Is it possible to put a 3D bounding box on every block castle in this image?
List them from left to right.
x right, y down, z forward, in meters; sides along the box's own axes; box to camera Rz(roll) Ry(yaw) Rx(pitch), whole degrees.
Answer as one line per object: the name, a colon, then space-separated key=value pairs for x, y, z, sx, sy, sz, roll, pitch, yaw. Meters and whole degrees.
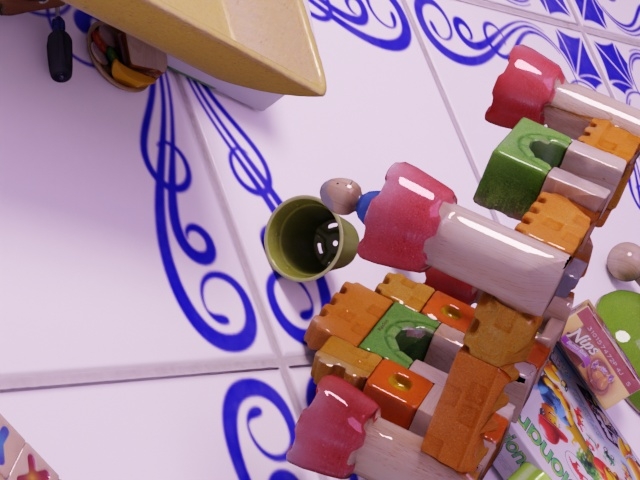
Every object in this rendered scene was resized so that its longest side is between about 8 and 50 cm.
block castle: x=0.126 y=0.019 z=1.413 sx=0.213 sy=0.303 sz=0.453 roll=24 pitch=29 yaw=12

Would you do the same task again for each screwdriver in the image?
screwdriver: x=-0.240 y=-0.212 z=1.393 sx=0.025 sy=0.024 sz=0.169 roll=61 pitch=15 yaw=-58

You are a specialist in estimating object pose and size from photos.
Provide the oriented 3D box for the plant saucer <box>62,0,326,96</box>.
plant saucer: x=-0.158 y=-0.286 z=1.323 sx=0.333 sy=0.081 sz=0.332 roll=24 pitch=42 yaw=-48

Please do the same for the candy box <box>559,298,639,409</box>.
candy box: x=0.314 y=0.127 z=1.753 sx=0.109 sy=0.053 sz=0.187 roll=57 pitch=7 yaw=6

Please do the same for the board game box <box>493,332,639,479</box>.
board game box: x=0.263 y=0.231 z=1.665 sx=0.305 sy=0.053 sz=0.193 roll=54 pitch=32 yaw=-6

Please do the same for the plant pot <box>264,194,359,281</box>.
plant pot: x=0.000 y=0.000 z=1.494 sx=0.079 sy=0.083 sz=0.083 roll=7 pitch=58 yaw=-65

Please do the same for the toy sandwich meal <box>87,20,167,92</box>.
toy sandwich meal: x=-0.180 y=-0.174 z=1.433 sx=0.086 sy=0.029 sz=0.085 roll=33 pitch=40 yaw=-34

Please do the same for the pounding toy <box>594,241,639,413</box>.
pounding toy: x=0.445 y=0.111 z=1.954 sx=0.183 sy=0.110 sz=0.237 roll=43 pitch=36 yaw=-23

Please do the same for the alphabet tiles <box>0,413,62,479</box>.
alphabet tiles: x=-0.258 y=0.177 z=1.029 sx=0.237 sy=0.009 sz=0.198 roll=53 pitch=32 yaw=-25

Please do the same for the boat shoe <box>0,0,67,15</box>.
boat shoe: x=-0.259 y=-0.254 z=1.333 sx=0.307 sy=0.104 sz=0.110 roll=7 pitch=49 yaw=-54

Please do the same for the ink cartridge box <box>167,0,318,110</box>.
ink cartridge box: x=-0.097 y=-0.260 z=1.557 sx=0.154 sy=0.093 sz=0.212 roll=21 pitch=46 yaw=-42

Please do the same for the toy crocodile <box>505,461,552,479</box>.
toy crocodile: x=0.291 y=0.369 z=1.544 sx=0.340 sy=0.105 sz=0.115 roll=47 pitch=67 yaw=-3
